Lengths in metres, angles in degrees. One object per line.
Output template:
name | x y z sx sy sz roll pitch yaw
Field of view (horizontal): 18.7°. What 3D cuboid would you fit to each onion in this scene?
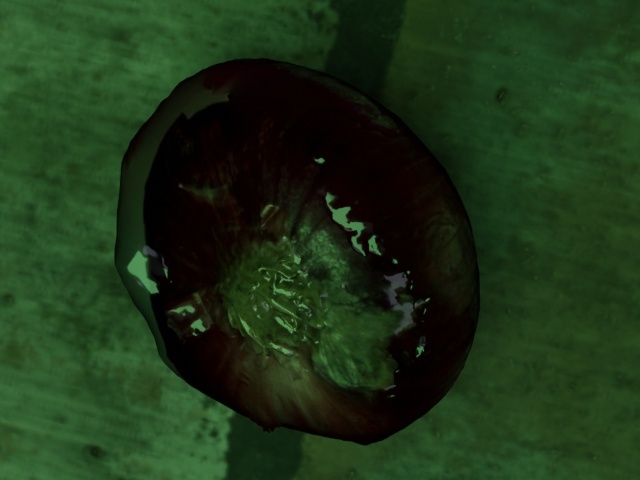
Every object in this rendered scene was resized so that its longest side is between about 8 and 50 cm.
onion | 0.000 0.000 1.285 0.272 0.195 0.272 21 123 35
